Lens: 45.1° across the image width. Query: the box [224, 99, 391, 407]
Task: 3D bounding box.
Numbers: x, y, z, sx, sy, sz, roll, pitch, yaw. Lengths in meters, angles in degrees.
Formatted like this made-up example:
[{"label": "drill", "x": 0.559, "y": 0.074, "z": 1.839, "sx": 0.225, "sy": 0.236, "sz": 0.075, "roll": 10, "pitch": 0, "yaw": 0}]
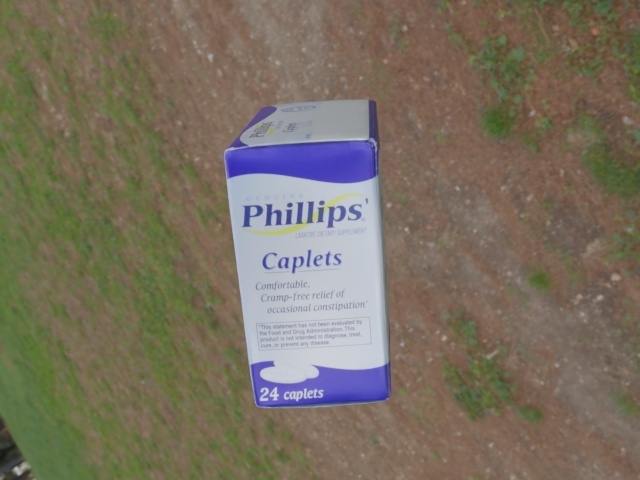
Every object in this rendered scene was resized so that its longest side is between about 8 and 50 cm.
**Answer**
[{"label": "box", "x": 0.000, "y": 0.000, "z": 0.423, "sx": 0.126, "sy": 0.072, "sz": 0.137, "roll": -80, "pitch": -15, "yaw": -71}]
